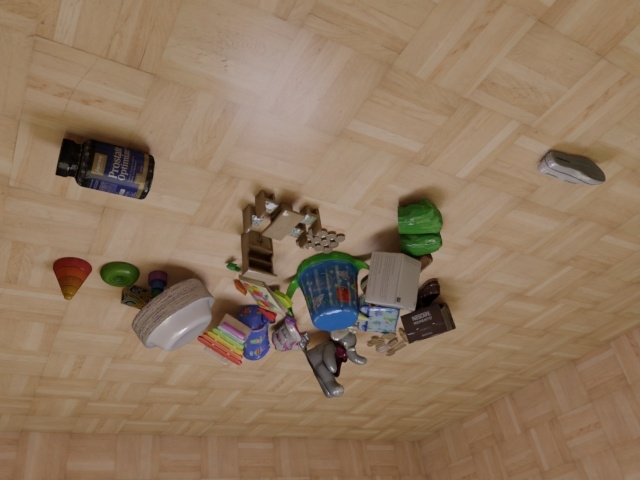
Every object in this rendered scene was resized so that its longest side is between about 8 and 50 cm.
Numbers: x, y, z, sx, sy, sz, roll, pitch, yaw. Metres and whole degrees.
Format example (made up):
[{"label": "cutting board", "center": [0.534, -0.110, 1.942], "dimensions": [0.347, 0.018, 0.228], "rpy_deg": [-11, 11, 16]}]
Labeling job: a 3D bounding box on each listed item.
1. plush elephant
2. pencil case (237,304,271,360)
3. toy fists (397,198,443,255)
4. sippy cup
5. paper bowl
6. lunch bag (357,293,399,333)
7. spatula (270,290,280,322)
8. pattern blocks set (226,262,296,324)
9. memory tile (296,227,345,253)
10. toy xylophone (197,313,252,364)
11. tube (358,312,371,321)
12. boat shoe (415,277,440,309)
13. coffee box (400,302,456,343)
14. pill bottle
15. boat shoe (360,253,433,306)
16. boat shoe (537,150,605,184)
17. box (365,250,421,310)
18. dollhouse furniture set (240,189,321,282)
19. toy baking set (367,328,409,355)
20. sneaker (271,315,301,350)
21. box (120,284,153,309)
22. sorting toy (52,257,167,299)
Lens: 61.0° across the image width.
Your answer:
[{"label": "plush elephant", "center": [0.077, 0.501, 2.392], "dimensions": [0.255, 0.330, 0.272], "rpy_deg": [-28, 161, -13]}, {"label": "pencil case", "center": [-0.270, 0.385, 2.238], "dimensions": [0.133, 0.119, 0.306], "rpy_deg": [-4, 144, -7]}, {"label": "toy fists", "center": [0.336, -0.039, 1.818], "dimensions": [0.142, 0.096, 0.279], "rpy_deg": [-2, 147, 11]}, {"label": "sippy cup", "center": [0.040, 0.197, 1.963], "dimensions": [0.240, 0.224, 0.305], "rpy_deg": [18, 137, -32]}, {"label": "paper bowl", "center": [-0.497, 0.275, 1.900], "dimensions": [0.284, 0.148, 0.284], "rpy_deg": [-39, 168, -9]}, {"label": "lunch bag", "center": [0.236, 0.304, 2.262], "dimensions": [0.176, 0.090, 0.219], "rpy_deg": [6, 143, 2]}, {"label": "spatula", "center": [-0.198, 0.269, 2.171], "dimensions": [0.084, 0.030, 0.296], "rpy_deg": [-4, 145, -6]}, {"label": "pattern blocks set", "center": [-0.206, 0.195, 1.928], "dimensions": [0.285, 0.026, 0.325], "rpy_deg": [-1, 136, 51]}, {"label": "memory tile", "center": [0.000, 0.000, 1.860], "dimensions": [0.148, 0.012, 0.113], "rpy_deg": [16, 138, -32]}, {"label": "toy xylophone", "center": [-0.387, 0.368, 2.120], "dimensions": [0.236, 0.081, 0.322], "rpy_deg": [28, 144, 3]}, {"label": "tube", "center": [0.085, 0.274, 2.176], "dimensions": [0.240, 0.070, 0.062], "rpy_deg": [31, 104, -24]}, {"label": "boat shoe", "center": [0.428, 0.239, 2.243], "dimensions": [0.073, 0.073, 0.207], "rpy_deg": [1, 145, -19]}, {"label": "coffee box", "center": [0.453, 0.342, 2.265], "dimensions": [0.168, 0.118, 0.297], "rpy_deg": [-21, 167, 15]}, {"label": "pill bottle", "center": [-0.545, -0.184, 1.380], "dimensions": [0.219, 0.122, 0.123], "rpy_deg": [12, 139, -28]}, {"label": "boat shoe", "center": [0.292, 0.151, 2.046], "dimensions": [0.123, 0.119, 0.324], "rpy_deg": [21, 135, -36]}, {"label": "boat shoe", "center": [0.780, -0.219, 1.699], "dimensions": [0.226, 0.083, 0.076], "rpy_deg": [18, 149, -17]}, {"label": "box", "center": [0.255, 0.142, 1.884], "dimensions": [0.119, 0.181, 0.181], "rpy_deg": [5, 170, 32]}, {"label": "dollhouse furniture set", "center": [-0.143, -0.003, 1.693], "dimensions": [0.212, 0.161, 0.242], "rpy_deg": [18, 136, -33]}, {"label": "toy baking set", "center": [0.336, 0.487, 2.608], "dimensions": [0.197, 0.030, 0.256], "rpy_deg": [-21, 143, 20]}, {"label": "sneaker", "center": [-0.150, 0.410, 2.302], "dimensions": [0.111, 0.103, 0.252], "rpy_deg": [-14, 146, -16]}, {"label": "box", "center": [-0.634, 0.217, 1.970], "dimensions": [0.054, 0.059, 0.169], "rpy_deg": [-33, 138, 29]}, {"label": "sorting toy", "center": [-0.699, 0.154, 1.812], "dimensions": [0.366, 0.126, 0.127], "rpy_deg": [8, 141, -22]}]
